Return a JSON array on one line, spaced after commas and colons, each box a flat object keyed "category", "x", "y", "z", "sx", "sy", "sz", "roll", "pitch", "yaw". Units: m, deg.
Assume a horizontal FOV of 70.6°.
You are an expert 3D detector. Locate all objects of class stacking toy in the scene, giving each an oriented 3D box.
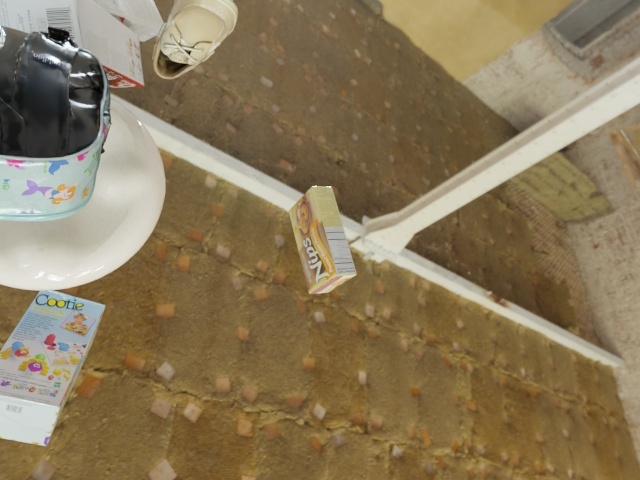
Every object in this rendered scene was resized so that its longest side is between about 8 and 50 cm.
[{"category": "stacking toy", "x": -0.487, "y": -0.060, "z": 0.915, "sx": 0.351, "sy": 0.480, "sz": 0.350, "roll": 3, "pitch": -101, "yaw": -15}]

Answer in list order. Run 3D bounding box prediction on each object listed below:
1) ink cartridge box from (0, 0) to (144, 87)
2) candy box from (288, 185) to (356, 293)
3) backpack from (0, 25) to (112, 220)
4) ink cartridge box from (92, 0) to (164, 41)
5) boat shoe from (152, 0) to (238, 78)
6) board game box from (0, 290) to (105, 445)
[{"category": "ink cartridge box", "x": -0.574, "y": -0.414, "z": 0.975, "sx": 0.309, "sy": 0.272, "sz": 0.130, "roll": -92, "pitch": -1, "yaw": -81}, {"category": "candy box", "x": 0.000, "y": 0.000, "z": 1.505, "sx": 0.088, "sy": 0.183, "sz": 0.316, "roll": -3, "pitch": -112, "yaw": -32}, {"category": "backpack", "x": -0.372, "y": -0.130, "z": 0.529, "sx": 0.225, "sy": 0.191, "sz": 0.253, "roll": 6, "pitch": -141, "yaw": -33}, {"category": "ink cartridge box", "x": -0.543, "y": -0.660, "z": 1.081, "sx": 0.385, "sy": 0.091, "sz": 0.308, "roll": -75, "pitch": -35, "yaw": -70}, {"category": "boat shoe", "x": -0.245, "y": -0.374, "z": 0.841, "sx": 0.109, "sy": 0.302, "sz": 0.098, "roll": 23, "pitch": -99, "yaw": -33}, {"category": "board game box", "x": -0.585, "y": 0.257, "z": 0.956, "sx": 0.144, "sy": 0.142, "sz": 0.275, "roll": 21, "pitch": -149, "yaw": -18}]
